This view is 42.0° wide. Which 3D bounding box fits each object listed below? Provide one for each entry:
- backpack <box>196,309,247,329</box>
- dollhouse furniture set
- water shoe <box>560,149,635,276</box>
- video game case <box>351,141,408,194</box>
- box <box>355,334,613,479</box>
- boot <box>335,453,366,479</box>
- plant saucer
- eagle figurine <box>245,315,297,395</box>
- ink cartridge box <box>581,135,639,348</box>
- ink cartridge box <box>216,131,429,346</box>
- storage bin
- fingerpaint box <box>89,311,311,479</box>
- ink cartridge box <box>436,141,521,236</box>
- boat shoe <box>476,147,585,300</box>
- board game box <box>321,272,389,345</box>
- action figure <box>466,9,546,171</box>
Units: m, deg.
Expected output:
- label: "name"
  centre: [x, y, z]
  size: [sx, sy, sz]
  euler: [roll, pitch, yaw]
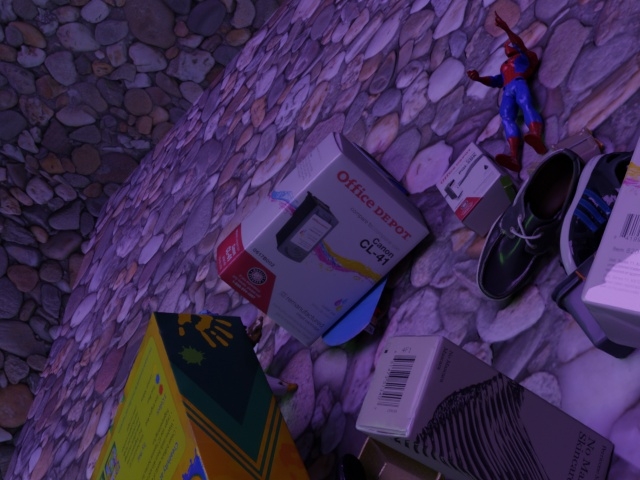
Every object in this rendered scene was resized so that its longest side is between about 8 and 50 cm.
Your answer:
- label: "backpack"
  centre: [-0.250, 0.261, 1.806]
  size: [0.158, 0.116, 0.173]
  euler: [-36, 36, 42]
- label: "dollhouse furniture set"
  centre: [0.344, -0.096, 1.218]
  size: [0.151, 0.059, 0.076]
  euler: [-29, 25, 14]
- label: "water shoe"
  centre: [0.362, -0.032, 1.054]
  size: [0.080, 0.073, 0.203]
  euler: [-18, 47, 52]
- label: "video game case"
  centre: [0.039, -0.045, 1.680]
  size: [0.270, 0.061, 0.244]
  euler: [-54, 24, 11]
- label: "box"
  centre: [0.178, 0.206, 0.879]
  size: [0.094, 0.275, 0.113]
  euler: [-11, 53, 58]
- label: "boot"
  centre: [0.021, 0.369, 1.156]
  size: [0.099, 0.045, 0.121]
  euler: [-49, 26, 26]
- label: "plant saucer"
  centre: [0.089, 0.377, 1.127]
  size: [0.188, 0.045, 0.188]
  euler: [4, 65, 63]
- label: "eagle figurine"
  centre: [-0.153, 0.282, 1.524]
  size: [0.225, 0.226, 0.298]
  euler: [-21, 34, 22]
- label: "ink cartridge box"
  centre: [0.427, -0.054, 0.835]
  size: [0.207, 0.119, 0.354]
  euler: [13, 72, 41]
- label: "ink cartridge box"
  centre: [0.000, 0.000, 1.453]
  size: [0.306, 0.226, 0.131]
  euler: [-44, 21, 15]
- label: "storage bin"
  centre: [0.347, 0.064, 0.959]
  size: [0.135, 0.098, 0.091]
  euler: [-47, 37, 24]
- label: "fingerpaint box"
  centre: [-0.204, 0.397, 1.277]
  size: [0.445, 0.163, 0.371]
  euler: [-65, 36, 29]
- label: "ink cartridge box"
  centre: [0.252, -0.084, 1.335]
  size: [0.099, 0.056, 0.135]
  euler: [-51, 26, 17]
- label: "boat shoe"
  centre: [0.284, -0.022, 1.144]
  size: [0.233, 0.084, 0.079]
  euler: [-59, -14, 8]
- label: "board game box"
  centre: [0.071, 0.124, 1.463]
  size: [0.133, 0.033, 0.169]
  euler: [-25, 31, 48]
- label: "action figure"
  centre: [0.298, -0.259, 1.365]
  size: [0.091, 0.139, 0.280]
  euler: [-35, 31, 38]
